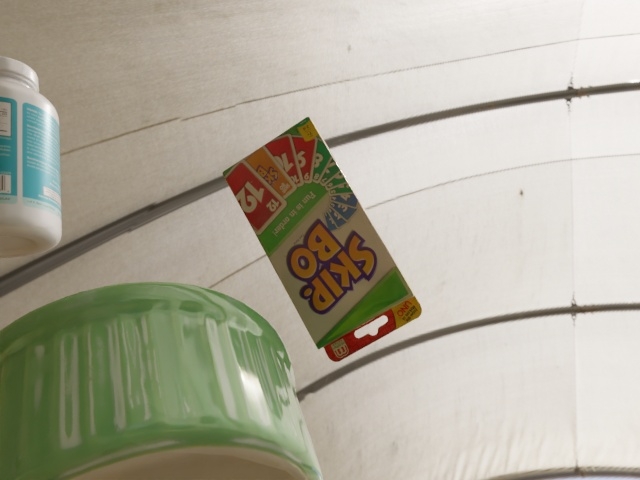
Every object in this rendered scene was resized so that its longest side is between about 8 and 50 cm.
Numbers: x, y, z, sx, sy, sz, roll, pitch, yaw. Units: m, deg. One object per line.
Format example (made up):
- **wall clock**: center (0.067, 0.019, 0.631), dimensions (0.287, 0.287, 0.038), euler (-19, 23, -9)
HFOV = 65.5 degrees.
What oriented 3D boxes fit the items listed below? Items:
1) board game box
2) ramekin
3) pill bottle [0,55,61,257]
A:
- **board game box**: center (0.000, 0.000, 0.569), dimensions (0.124, 0.039, 0.259), euler (-31, -97, 9)
- **ramekin**: center (-0.144, 0.199, 0.406), dimensions (0.303, 0.148, 0.303), euler (-12, -57, -18)
- **pill bottle**: center (-0.444, -0.118, 0.693), dimensions (0.146, 0.146, 0.264), euler (-11, -106, 9)
